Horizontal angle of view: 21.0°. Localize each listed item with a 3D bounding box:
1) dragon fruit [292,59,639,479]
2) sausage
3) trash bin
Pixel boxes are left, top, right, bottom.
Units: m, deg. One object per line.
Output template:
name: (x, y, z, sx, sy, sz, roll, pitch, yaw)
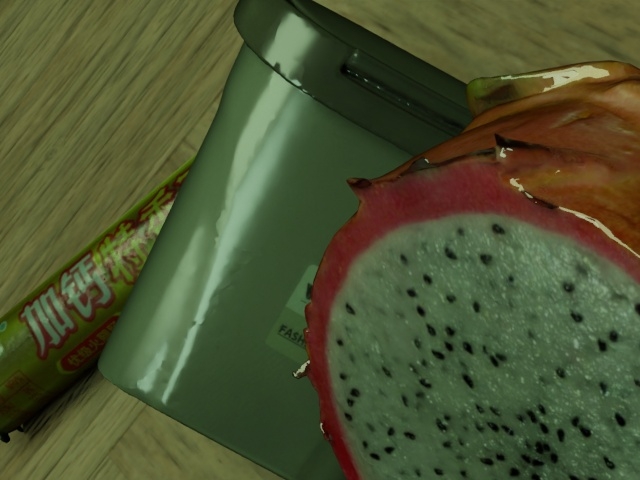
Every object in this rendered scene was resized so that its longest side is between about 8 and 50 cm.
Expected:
dragon fruit: (0.160, 0.045, 0.804, 0.305, 0.305, 0.226, 4, 28, 44)
sausage: (-0.114, 0.007, 1.231, 0.371, 0.082, 0.082, -39, 42, 14)
trash bin: (0.000, 0.000, 1.013, 0.250, 0.220, 0.219, -61, 3, 1)
